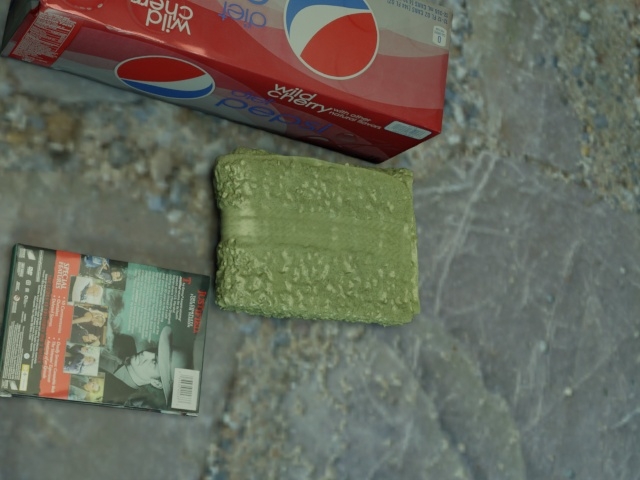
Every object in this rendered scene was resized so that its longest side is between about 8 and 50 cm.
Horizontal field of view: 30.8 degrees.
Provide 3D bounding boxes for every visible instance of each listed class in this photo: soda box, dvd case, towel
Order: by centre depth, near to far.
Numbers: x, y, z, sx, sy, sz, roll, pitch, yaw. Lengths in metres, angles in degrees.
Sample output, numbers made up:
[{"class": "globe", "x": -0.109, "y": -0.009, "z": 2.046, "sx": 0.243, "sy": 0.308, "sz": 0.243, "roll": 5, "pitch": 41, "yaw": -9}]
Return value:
[{"class": "dvd case", "x": -0.123, "y": 0.053, "z": 0.674, "sx": 0.120, "sy": 0.013, "sz": 0.087, "roll": 10, "pitch": 75, "yaw": -25}, {"class": "soda box", "x": -0.051, "y": -0.129, "z": 0.713, "sx": 0.263, "sy": 0.083, "sz": 0.092, "roll": 14, "pitch": 73, "yaw": -26}, {"class": "towel", "x": 0.000, "y": 0.000, "z": 0.744, "sx": 0.148, "sy": 0.027, "sz": 0.110, "roll": 4, "pitch": 78, "yaw": -28}]
